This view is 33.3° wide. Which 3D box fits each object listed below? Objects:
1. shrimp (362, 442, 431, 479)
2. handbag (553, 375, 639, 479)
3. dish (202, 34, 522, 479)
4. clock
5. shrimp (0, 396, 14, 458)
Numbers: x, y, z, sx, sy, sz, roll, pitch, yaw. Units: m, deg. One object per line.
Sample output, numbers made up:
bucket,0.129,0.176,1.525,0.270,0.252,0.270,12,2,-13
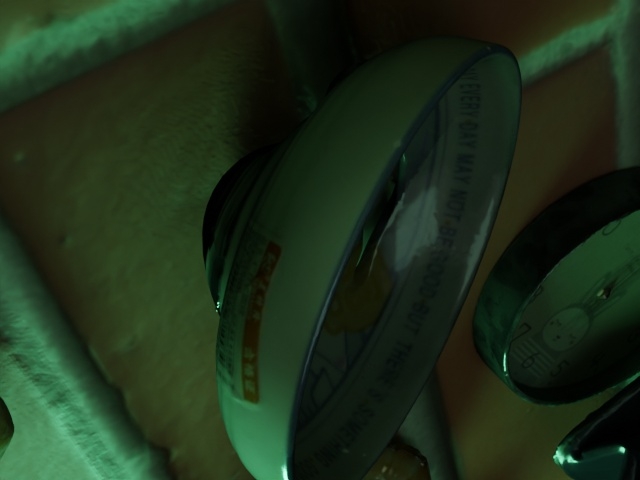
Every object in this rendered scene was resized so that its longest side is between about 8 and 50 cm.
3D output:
shrimp,-0.006,0.228,0.851,0.236,0.053,0.133,-16,138,-27
handbag,0.358,0.153,0.952,0.269,0.118,0.325,-42,150,7
dish,0.000,0.000,0.607,0.273,0.134,0.273,-51,156,-34
clock,0.222,0.042,0.844,0.215,0.042,0.215,-17,134,-19
shrimp,-0.287,0.114,0.577,0.251,0.052,0.143,22,119,-42
